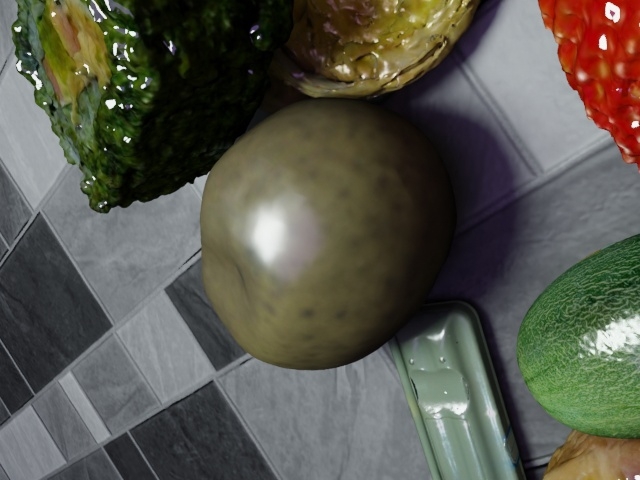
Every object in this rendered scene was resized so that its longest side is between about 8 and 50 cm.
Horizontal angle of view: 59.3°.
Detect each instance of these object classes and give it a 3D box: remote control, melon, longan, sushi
[{"bbox_3d":[0.183,0.245,0.745,0.128,0.065,0.336,-12,100,38],"label":"remote control"},{"bbox_3d":[0.321,0.081,0.522,0.287,0.182,0.182,-35,87,38],"label":"melon"},{"bbox_3d":[0.000,0.000,0.652,0.288,0.288,0.350,35,130,17],"label":"longan"},{"bbox_3d":[-0.208,-0.214,0.606,0.294,0.178,0.352,59,145,6],"label":"sushi"}]

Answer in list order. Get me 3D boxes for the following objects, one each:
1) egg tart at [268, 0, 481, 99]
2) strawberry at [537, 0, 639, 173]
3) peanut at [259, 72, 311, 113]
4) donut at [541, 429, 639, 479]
[{"bbox_3d":[0.038,-0.297,0.593,0.290,0.107,0.291,2,111,6],"label":"egg tart"},{"bbox_3d":[0.339,-0.139,0.363,0.312,0.267,0.351,-28,90,5],"label":"strawberry"},{"bbox_3d":[-0.072,-0.283,0.686,0.117,0.101,0.263,-18,102,4],"label":"peanut"},{"bbox_3d":[0.388,0.301,0.569,0.317,0.150,0.299,16,122,25],"label":"donut"}]
